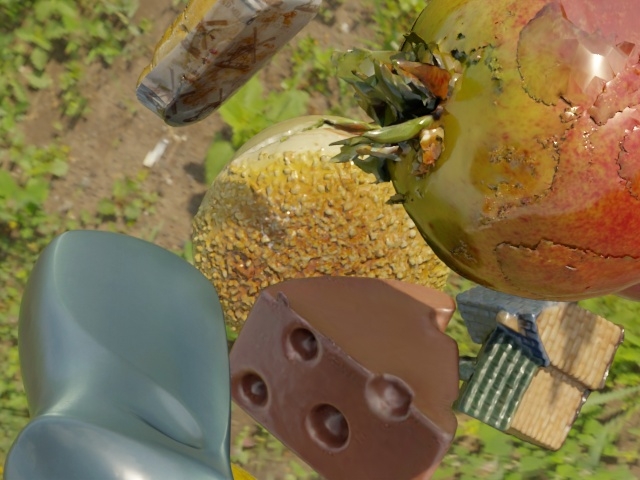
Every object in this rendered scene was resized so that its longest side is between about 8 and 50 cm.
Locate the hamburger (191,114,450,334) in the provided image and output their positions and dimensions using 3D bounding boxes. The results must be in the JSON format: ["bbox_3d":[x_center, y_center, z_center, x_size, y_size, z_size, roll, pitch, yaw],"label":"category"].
[{"bbox_3d":[0.000,0.000,1.287,0.302,0.302,0.170,-35,22,15],"label":"hamburger"}]

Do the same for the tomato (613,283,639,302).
[{"bbox_3d":[0.475,-0.019,1.434,0.170,0.309,0.309,35,93,19],"label":"tomato"}]

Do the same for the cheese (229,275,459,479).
[{"bbox_3d":[0.052,0.110,0.994,0.203,0.177,0.128,36,123,20],"label":"cheese"}]

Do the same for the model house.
[{"bbox_3d":[0.233,0.139,1.401,0.166,0.172,0.183,14,79,51],"label":"model house"}]

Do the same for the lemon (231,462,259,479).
[{"bbox_3d":[-0.138,0.259,0.832,0.236,0.263,0.236,-15,64,33],"label":"lemon"}]

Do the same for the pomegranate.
[{"bbox_3d":[0.125,-0.069,0.663,0.210,0.235,0.210,-173,90,-71],"label":"pomegranate"}]

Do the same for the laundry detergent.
[{"bbox_3d":[-0.079,0.070,0.477,0.061,0.096,0.206,-59,24,20],"label":"laundry detergent"}]

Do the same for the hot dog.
[{"bbox_3d":[-0.096,-0.201,1.166,0.252,0.131,0.069,-40,67,35],"label":"hot dog"}]
